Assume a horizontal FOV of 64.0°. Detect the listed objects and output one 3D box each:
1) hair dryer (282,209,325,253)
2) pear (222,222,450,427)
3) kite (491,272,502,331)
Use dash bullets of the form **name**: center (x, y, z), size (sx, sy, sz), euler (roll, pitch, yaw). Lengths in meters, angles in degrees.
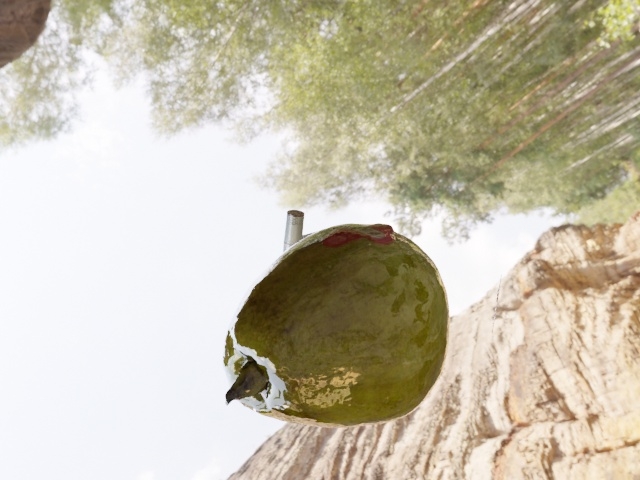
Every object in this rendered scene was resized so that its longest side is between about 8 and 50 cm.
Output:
- **hair dryer**: center (0.001, 0.007, 1.167), size (0.183, 0.155, 0.044), euler (-2, -157, -27)
- **pear**: center (0.013, 0.127, 0.710), size (0.375, 0.287, 0.287), euler (-23, -103, -44)
- **kite**: center (0.543, 0.188, 1.577), size (0.244, 0.006, 0.198), euler (59, -135, -60)
